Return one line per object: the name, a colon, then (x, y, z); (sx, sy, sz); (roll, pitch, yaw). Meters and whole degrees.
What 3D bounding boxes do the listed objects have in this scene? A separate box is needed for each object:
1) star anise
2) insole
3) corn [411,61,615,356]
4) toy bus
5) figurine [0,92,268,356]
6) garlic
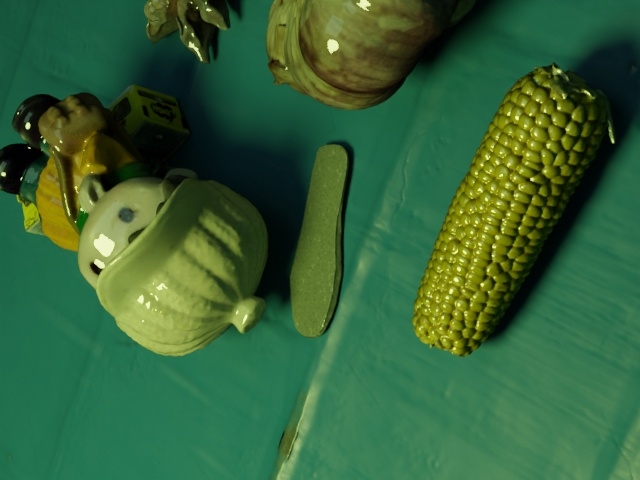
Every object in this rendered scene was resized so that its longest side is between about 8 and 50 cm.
star anise: (-0.142, -0.294, 1.513); (0.195, 0.065, 0.182); (-53, 49, 27)
insole: (0.000, 0.000, 1.353); (0.063, 0.010, 0.192); (5, 84, 43)
corn: (0.155, -0.024, 1.158); (0.260, 0.091, 0.091); (-65, 33, 14)
toy bus: (-0.249, -0.083, 1.557); (0.226, 0.081, 0.074); (-38, 59, 32)
figurine: (-0.185, -0.023, 1.407); (0.332, 0.204, 0.185); (46, 115, 45)
garlic: (0.055, -0.228, 1.256); (0.245, 0.160, 0.245); (-44, 36, 45)
